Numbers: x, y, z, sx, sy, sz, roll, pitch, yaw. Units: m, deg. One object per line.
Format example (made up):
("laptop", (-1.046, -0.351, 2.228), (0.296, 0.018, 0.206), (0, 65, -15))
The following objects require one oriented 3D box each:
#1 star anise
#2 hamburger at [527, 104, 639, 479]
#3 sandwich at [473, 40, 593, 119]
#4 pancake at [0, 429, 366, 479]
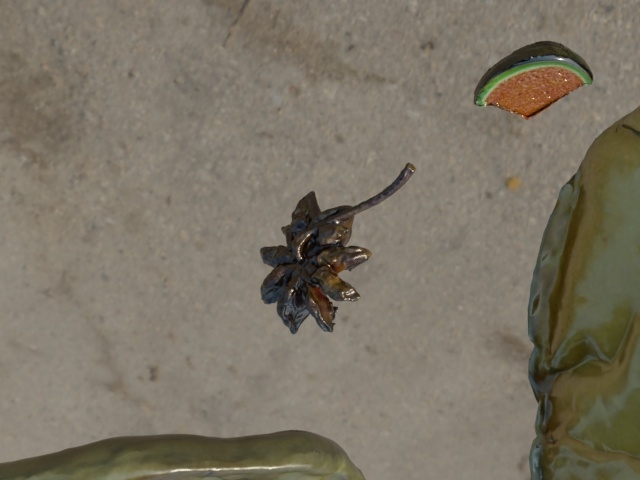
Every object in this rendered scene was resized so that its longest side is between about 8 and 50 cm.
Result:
("star anise", (0.002, -0.002, 1.224), (0.177, 0.234, 0.073), (19, 169, 44))
("hamburger", (0.218, 0.065, 0.397), (0.144, 0.283, 0.260), (-1, 112, -32))
("sandwich", (0.183, -0.141, 0.904), (0.101, 0.026, 0.069), (-30, 135, 19))
("pancake", (-0.108, 0.183, 0.653), (0.294, 0.050, 0.294), (-9, 148, -5))
